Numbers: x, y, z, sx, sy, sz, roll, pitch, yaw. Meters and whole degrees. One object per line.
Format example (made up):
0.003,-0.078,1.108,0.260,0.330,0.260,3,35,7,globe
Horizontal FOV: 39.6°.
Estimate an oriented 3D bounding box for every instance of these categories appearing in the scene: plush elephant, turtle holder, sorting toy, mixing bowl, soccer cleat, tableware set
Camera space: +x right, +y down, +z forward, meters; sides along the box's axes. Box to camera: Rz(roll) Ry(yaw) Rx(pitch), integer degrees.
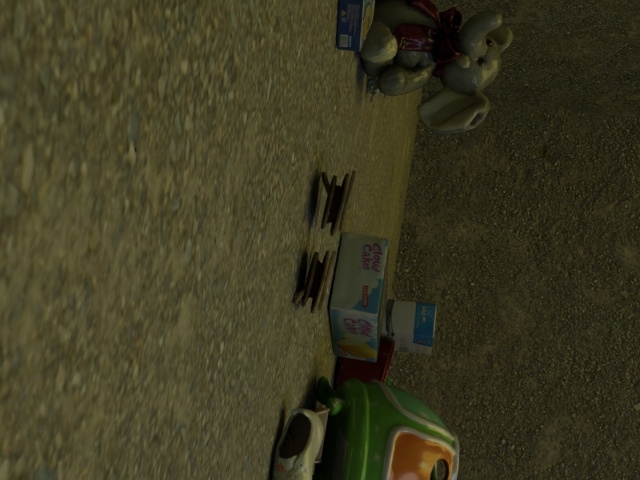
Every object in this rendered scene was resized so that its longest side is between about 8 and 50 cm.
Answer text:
0.210,-0.343,1.565,0.330,0.255,0.272,83,16,-63,plush elephant
0.096,0.366,1.502,0.320,0.227,0.243,114,-18,-64,turtle holder
-0.021,0.294,1.339,0.075,0.045,0.083,9,90,-75,sorting toy
0.087,0.285,1.865,0.181,0.098,0.181,14,90,-82,mixing bowl
-0.039,0.315,1.158,0.076,0.068,0.196,55,41,-57,soccer cleat
0.000,0.000,1.193,0.128,0.039,0.194,143,-38,-84,tableware set

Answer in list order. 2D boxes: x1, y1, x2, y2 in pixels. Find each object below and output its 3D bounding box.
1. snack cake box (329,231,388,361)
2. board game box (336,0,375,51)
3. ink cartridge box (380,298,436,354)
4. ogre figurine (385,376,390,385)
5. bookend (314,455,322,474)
0.075,0.112,1.673,0.264,0.089,0.152,83,18,-64,snack cake box
0.055,-0.376,1.206,0.136,0.035,0.201,-71,166,-56,board game box
0.151,0.185,1.923,0.139,0.190,0.082,81,17,-67,ink cartridge box
0.125,0.398,2.334,0.118,0.097,0.197,-64,153,-29,ogre figurine
0.068,0.456,1.726,0.072,0.156,0.157,-19,116,-81,bookend
